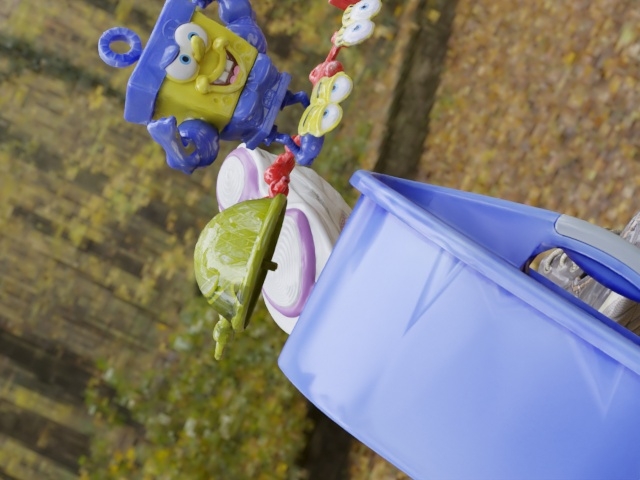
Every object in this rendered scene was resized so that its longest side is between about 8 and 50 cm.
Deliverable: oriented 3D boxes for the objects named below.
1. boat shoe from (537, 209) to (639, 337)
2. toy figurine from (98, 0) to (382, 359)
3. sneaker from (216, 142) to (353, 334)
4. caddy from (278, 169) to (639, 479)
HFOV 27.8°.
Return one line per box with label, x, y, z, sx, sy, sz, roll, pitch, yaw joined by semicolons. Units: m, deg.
boat shoe;0.269;0.057;1.279;0.132;0.130;0.355;-20;-28;-25
toy figurine;-0.111;-0.103;1.160;0.191;0.217;0.363;-48;19;62
sneaker;0.000;0.000;1.349;0.114;0.152;0.305;-60;35;25
caddy;0.144;0.077;0.804;0.179;0.341;0.241;-58;-18;4
